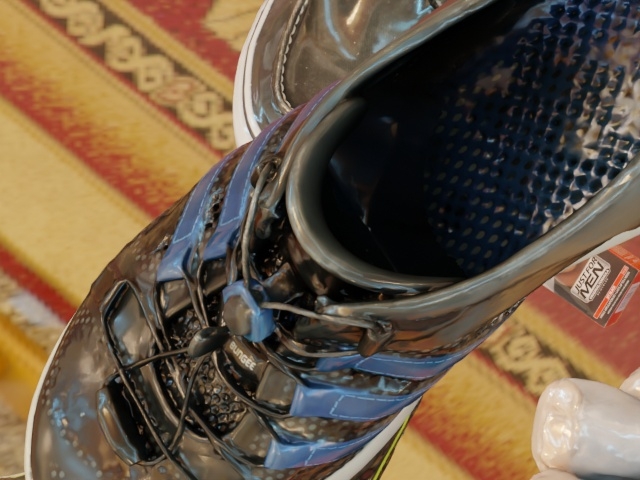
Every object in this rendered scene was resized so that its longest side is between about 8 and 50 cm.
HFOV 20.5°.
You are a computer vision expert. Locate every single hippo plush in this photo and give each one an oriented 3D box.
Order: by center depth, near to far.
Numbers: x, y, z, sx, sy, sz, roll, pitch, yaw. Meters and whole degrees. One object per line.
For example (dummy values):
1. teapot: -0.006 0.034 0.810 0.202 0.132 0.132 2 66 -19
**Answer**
1. hippo plush: 0.286 0.197 1.210 0.294 0.234 0.236 55 152 2

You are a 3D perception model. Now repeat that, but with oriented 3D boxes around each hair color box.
1. hair color box: 0.248 0.017 1.757 0.141 0.043 0.072 35 109 20

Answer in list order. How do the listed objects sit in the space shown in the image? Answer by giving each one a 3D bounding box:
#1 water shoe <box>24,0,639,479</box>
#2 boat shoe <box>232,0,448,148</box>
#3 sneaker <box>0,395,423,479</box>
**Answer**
1. water shoe: 0.000 0.000 0.351 0.203 0.080 0.073 -40 73 20
2. boat shoe: 0.049 -0.169 0.989 0.121 0.119 0.335 25 62 6
3. sneaker: -0.057 0.118 0.891 0.147 0.384 0.145 27 102 13
